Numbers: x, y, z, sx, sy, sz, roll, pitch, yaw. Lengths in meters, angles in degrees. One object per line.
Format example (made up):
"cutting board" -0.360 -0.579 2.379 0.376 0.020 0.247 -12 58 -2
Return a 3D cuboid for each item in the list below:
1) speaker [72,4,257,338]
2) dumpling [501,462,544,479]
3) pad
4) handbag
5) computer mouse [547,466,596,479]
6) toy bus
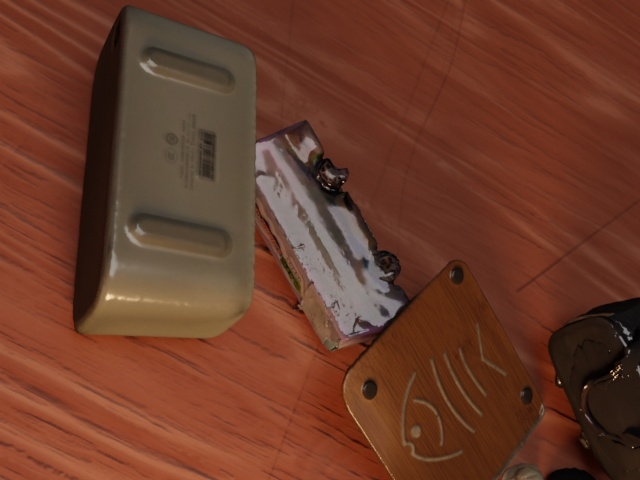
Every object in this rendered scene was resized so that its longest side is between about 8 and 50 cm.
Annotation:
"speaker" -0.192 -0.080 1.102 0.184 0.183 0.406 10 65 -26
"dumpling" 0.281 0.341 1.206 0.059 0.043 0.077 14 65 7
"pad" 0.173 0.213 1.168 0.284 0.018 0.286 -42 109 -32
"handbag" 0.447 0.215 1.253 0.181 0.181 0.254 -12 73 -35
"computer mouse" 0.371 0.420 1.191 0.122 0.073 0.217 6 68 -22
"toy bus" 0.000 0.000 1.191 0.138 0.112 0.317 -25 79 -26
